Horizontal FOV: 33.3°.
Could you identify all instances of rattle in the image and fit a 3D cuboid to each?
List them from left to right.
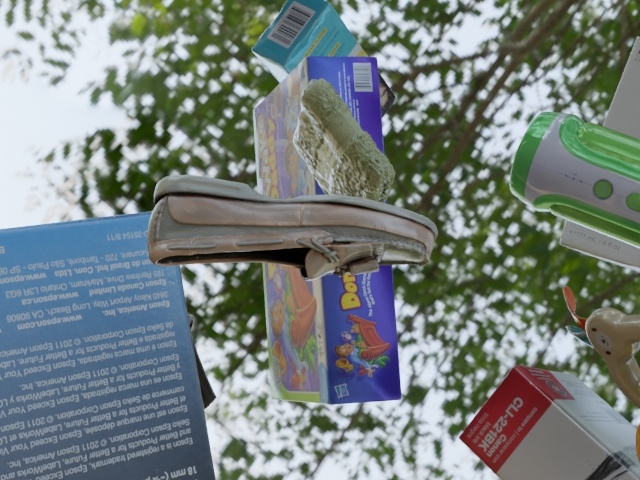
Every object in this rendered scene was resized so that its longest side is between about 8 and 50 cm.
[{"bbox_3d":[0.289,0.137,1.085,0.200,0.143,0.130,34,-18,32],"label":"rattle"}]

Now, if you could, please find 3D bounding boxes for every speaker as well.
[{"bbox_3d":[0.376,-0.051,1.241,0.296,0.131,0.131,24,-27,23],"label":"speaker"}]

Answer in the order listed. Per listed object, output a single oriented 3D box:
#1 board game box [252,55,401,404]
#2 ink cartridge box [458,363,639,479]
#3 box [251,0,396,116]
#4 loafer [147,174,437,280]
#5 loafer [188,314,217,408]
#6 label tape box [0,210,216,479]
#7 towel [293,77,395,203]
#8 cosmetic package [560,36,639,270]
[{"bbox_3d":[0.000,0.000,1.165,0.078,0.347,0.233,-2,-7,-17],"label":"board game box"},{"bbox_3d":[0.319,0.273,1.201,0.273,0.114,0.197,42,14,32],"label":"ink cartridge box"},{"bbox_3d":[0.010,-0.215,1.395,0.060,0.100,0.244,33,-4,32],"label":"box"},{"bbox_3d":[-0.013,0.002,0.466,0.125,0.039,0.045,9,-24,0],"label":"loafer"},{"bbox_3d":[-0.176,0.199,1.431,0.078,0.220,0.080,1,3,1],"label":"loafer"},{"bbox_3d":[-0.198,0.159,0.723,0.106,0.241,0.333,-14,-95,51],"label":"label tape box"},{"bbox_3d":[0.016,-0.066,0.887,0.110,0.027,0.148,53,-15,9],"label":"towel"},{"bbox_3d":[0.594,-0.134,1.854,0.217,0.385,0.156,19,2,32],"label":"cosmetic package"}]
